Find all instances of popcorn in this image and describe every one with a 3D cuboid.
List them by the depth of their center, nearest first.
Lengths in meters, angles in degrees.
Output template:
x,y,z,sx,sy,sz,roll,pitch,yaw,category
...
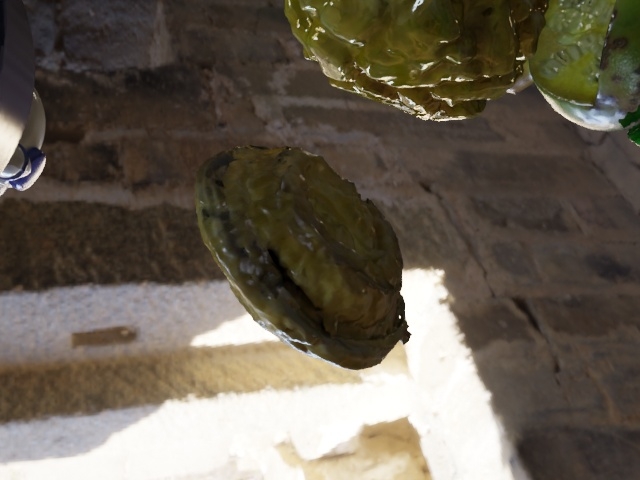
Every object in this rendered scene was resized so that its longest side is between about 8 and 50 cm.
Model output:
x,y,z,sx,sy,sz,roll,pitch,yaw,category
0.045,-0.116,0.397,0.121,0.106,0.116,1,165,4,popcorn

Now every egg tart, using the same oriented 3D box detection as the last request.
x,y,z,sx,sy,sz,roll,pitch,yaw,category
0.000,0.000,0.828,0.279,0.278,0.095,27,126,-38,egg tart

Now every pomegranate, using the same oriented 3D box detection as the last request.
x,y,z,sx,sy,sz,roll,pitch,yaw,category
0.225,-0.145,0.648,0.122,0.143,0.169,24,151,-22,pomegranate

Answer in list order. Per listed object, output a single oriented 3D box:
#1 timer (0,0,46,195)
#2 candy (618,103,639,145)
x,y,z,sx,sy,sz,roll,pitch,yaw,category
-0.306,-0.104,0.609,0.270,0.270,0.383,-16,176,-2,timer
0.294,-0.050,0.505,0.141,0.203,0.078,-19,141,-4,candy
